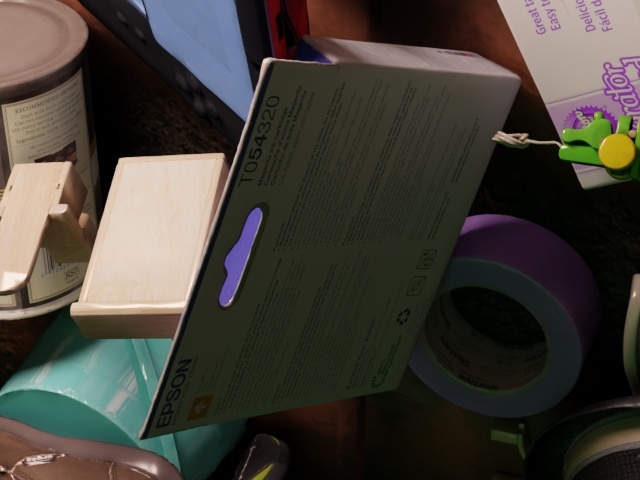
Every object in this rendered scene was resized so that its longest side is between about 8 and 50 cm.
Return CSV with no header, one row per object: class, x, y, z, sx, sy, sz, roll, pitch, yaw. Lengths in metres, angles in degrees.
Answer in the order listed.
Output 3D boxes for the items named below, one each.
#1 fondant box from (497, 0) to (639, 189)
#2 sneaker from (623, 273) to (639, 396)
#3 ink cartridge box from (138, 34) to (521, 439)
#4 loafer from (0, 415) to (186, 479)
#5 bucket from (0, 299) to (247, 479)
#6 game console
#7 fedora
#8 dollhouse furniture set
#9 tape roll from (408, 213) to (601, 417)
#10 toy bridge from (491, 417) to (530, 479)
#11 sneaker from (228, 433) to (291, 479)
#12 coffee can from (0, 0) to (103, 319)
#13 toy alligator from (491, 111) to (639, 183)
fondant box,0.316,-0.190,1.021,0.330,0.096,0.238,-13,116,36
sneaker,0.350,0.116,1.240,0.118,0.083,0.222,-1,132,24
ink cartridge box,0.000,-0.007,1.113,0.071,0.330,0.324,35,114,35
loafer,-0.317,0.276,1.423,0.366,0.130,0.133,-1,123,29
bucket,-0.235,0.206,1.540,0.281,0.183,0.281,15,130,18
game console,-0.141,-0.238,1.099,0.342,0.060,0.386,38,161,20
fedora,0.334,0.286,1.256,0.334,0.152,0.334,10,145,7
dollhouse furniture set,-0.125,0.097,1.303,0.303,0.173,0.355,-1,143,14
tape roll,0.171,0.074,1.298,0.189,0.080,0.189,15,129,19
toy bridge,0.216,0.269,1.449,0.063,0.026,0.188,10,126,19
sneaker,-0.066,0.343,1.616,0.121,0.111,0.300,19,136,2
coffee can,-0.327,-0.086,1.368,0.201,0.201,0.275,15,128,18
toy alligator,0.232,-0.078,1.055,0.190,0.056,0.051,17,89,17
